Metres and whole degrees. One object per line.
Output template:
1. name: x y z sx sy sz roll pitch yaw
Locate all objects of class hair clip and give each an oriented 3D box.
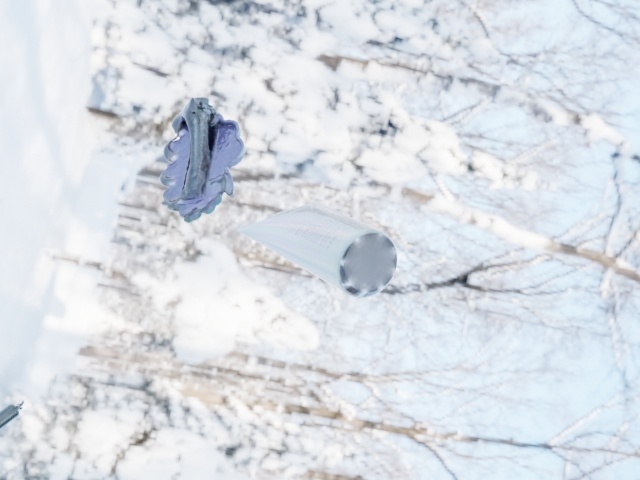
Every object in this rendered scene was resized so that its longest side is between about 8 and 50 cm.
1. hair clip: -0.158 -0.112 1.230 0.124 0.052 0.195 -17 -124 24

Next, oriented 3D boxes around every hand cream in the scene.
1. hand cream: 0.000 0.000 1.702 0.359 0.186 0.117 28 -45 57

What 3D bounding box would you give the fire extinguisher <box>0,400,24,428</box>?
1. fire extinguisher: -0.526 0.295 1.569 0.083 0.025 0.038 -38 -167 -19
